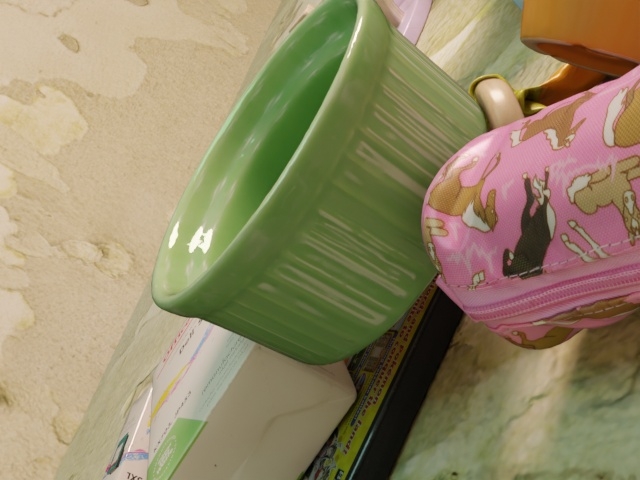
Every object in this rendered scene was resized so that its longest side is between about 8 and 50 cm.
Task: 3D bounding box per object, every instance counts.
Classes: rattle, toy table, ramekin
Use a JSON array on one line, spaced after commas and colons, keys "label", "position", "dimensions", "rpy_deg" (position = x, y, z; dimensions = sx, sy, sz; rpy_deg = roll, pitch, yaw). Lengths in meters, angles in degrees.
[{"label": "rattle", "position": [0.205, -0.059, 0.723], "dimensions": [0.200, 0.142, 0.130], "rpy_deg": [-103, 11, -46]}, {"label": "toy table", "position": [0.067, -0.366, 1.429], "dimensions": [0.252, 0.161, 0.274], "rpy_deg": [-41, 24, 47]}, {"label": "ramekin", "position": [0.000, -0.044, 0.731], "dimensions": [0.303, 0.148, 0.303], "rpy_deg": [-48, 22, 26]}]

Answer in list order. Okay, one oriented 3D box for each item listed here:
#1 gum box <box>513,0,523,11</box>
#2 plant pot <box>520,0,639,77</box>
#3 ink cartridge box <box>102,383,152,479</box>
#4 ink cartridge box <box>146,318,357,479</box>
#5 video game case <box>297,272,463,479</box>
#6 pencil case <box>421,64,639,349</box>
[{"label": "gum box", "position": [0.228, -0.368, 0.943], "dimensions": [0.041, 0.184, 0.157], "rpy_deg": [-18, -21, -48]}, {"label": "plant pot", "position": [0.239, -0.224, 0.649], "dimensions": [0.205, 0.205, 0.188], "rpy_deg": [-134, 60, -73]}, {"label": "ink cartridge box", "position": [-0.202, 0.314, 1.090], "dimensions": [0.078, 0.134, 0.231], "rpy_deg": [-44, 23, 42]}, {"label": "ink cartridge box", "position": [-0.091, 0.142, 0.955], "dimensions": [0.207, 0.119, 0.353], "rpy_deg": [-57, 17, 10]}, {"label": "video game case", "position": [0.037, 0.137, 0.871], "dimensions": [0.275, 0.035, 0.248], "rpy_deg": [-62, 16, -13]}, {"label": "pencil case", "position": [0.212, -0.039, 0.452], "dimensions": [0.386, 0.167, 0.160], "rpy_deg": [-27, 69, 62]}]
